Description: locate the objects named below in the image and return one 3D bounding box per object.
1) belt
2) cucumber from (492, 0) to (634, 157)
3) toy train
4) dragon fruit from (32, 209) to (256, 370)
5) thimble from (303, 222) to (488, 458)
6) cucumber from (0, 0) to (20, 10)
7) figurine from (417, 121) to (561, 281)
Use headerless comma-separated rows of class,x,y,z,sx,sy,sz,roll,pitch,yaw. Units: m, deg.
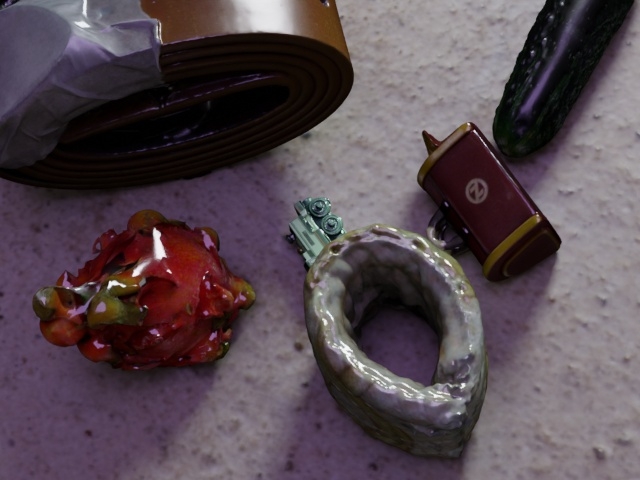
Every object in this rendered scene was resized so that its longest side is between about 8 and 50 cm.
belt,-0.145,-0.147,1.254,0.338,0.217,0.122,-14,63,3
cucumber,0.224,-0.180,1.304,0.074,0.074,0.241,25,72,17
toy train,0.000,0.000,1.269,0.053,0.033,0.083,-35,65,-5
dragon fruit,-0.158,0.050,1.212,0.133,0.207,0.150,37,117,34
thimble,0.070,0.089,1.156,0.137,0.143,0.190,-30,65,-8
cucumber,-0.282,-0.211,1.382,0.303,0.072,0.081,-20,64,-3
figurine,0.131,-0.033,1.253,0.098,0.082,0.154,-40,65,10
